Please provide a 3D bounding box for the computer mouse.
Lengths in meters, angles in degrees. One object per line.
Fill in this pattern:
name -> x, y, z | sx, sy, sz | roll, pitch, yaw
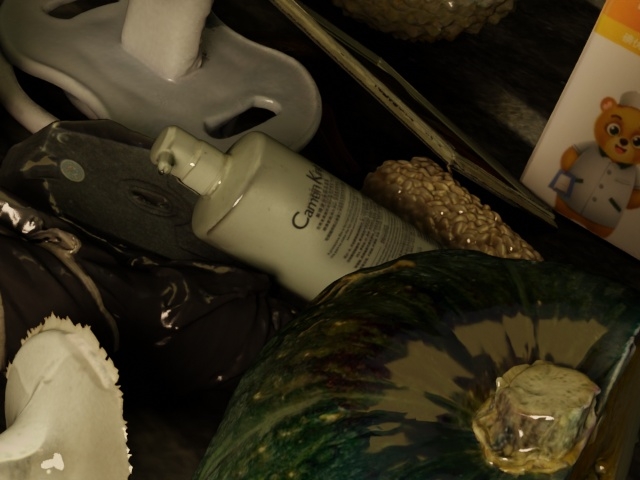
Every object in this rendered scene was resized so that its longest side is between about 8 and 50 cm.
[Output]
computer mouse -> -0.120, -0.006, 1.055 | 0.231, 0.071, 0.126 | 17, 42, -34

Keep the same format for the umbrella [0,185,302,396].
umbrella -> -0.139, 0.044, 0.935 | 0.358, 0.113, 0.106 | 9, 29, -34

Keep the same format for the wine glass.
wine glass -> -0.241, 0.127, 0.705 | 0.321, 0.143, 0.143 | -11, 44, -40

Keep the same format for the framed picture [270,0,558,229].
framed picture -> 0.078, -0.118, 1.323 | 0.273, 0.016, 0.216 | 46, 11, 32

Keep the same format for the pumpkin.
pumpkin -> 0.031, 0.135, 0.754 | 0.197, 0.263, 0.293 | 20, 42, 17

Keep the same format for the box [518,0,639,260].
box -> 0.349, -0.147, 1.312 | 0.225, 0.341, 0.143 | 32, 33, 15

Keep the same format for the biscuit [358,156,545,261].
biscuit -> 0.096, 0.003, 1.166 | 0.070, 0.082, 0.168 | -7, 41, -43

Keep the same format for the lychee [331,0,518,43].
lychee -> 0.099, -0.320, 1.508 | 0.255, 0.255, 0.274 | 8, 41, -23

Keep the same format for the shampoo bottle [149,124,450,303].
shampoo bottle -> 0.000, 0.000, 1.034 | 0.262, 0.085, 0.085 | 32, 27, -20

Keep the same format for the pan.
pan -> -0.016, -0.126, 1.338 | 0.115, 0.040, 0.212 | -5, 40, -30

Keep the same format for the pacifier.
pacifier -> -0.125, -0.166, 1.164 | 0.279, 0.207, 0.227 | 37, 39, 23
